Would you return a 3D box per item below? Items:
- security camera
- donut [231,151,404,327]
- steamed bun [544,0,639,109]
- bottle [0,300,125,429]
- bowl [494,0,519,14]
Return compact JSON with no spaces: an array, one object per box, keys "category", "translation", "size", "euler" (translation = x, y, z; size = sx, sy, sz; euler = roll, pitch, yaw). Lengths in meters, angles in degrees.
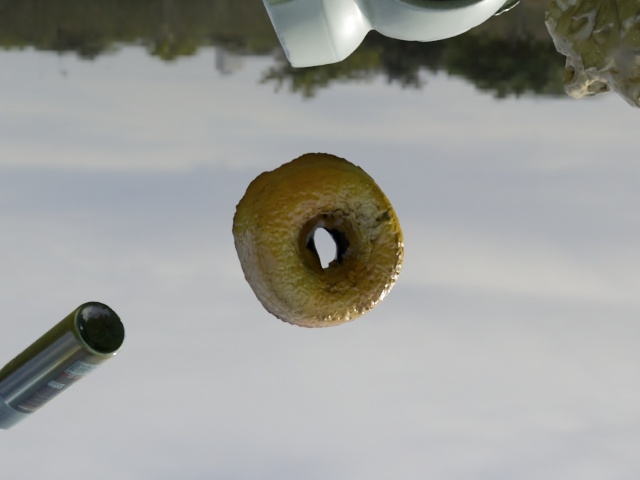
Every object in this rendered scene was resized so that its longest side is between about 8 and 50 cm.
[{"category":"security camera","translation":[0.064,-0.260,1.268],"size":[0.236,0.194,0.194],"euler":[-11,-173,6]},{"category":"donut","translation":[0.000,0.003,2.065],"size":[0.254,0.253,0.118],"euler":[-2,179,-12]},{"category":"steamed bun","translation":[0.426,-0.325,2.013],"size":[0.137,0.295,0.292],"euler":[32,-163,-53]},{"category":"bottle","translation":[-0.371,0.174,2.000],"size":[0.082,0.082,0.286],"euler":[-8,160,-45]},{"category":"bowl","translation":[0.231,-0.500,2.179],"size":[0.146,0.313,0.313],"euler":[28,-157,33]}]
